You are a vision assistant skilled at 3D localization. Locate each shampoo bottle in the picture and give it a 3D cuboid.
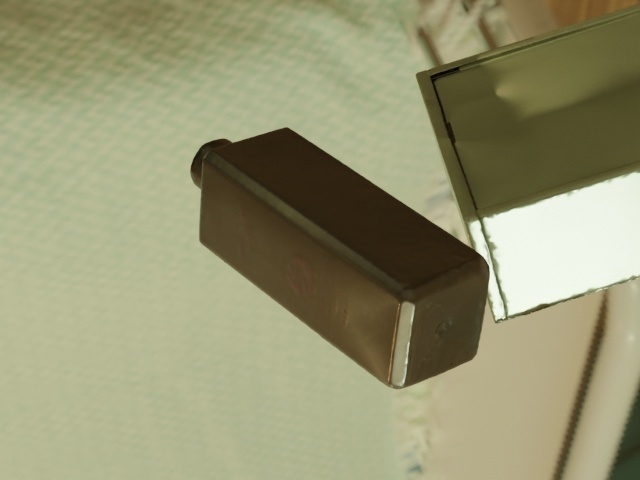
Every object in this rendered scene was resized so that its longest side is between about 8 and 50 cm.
[{"bbox_3d":[0.000,0.000,1.047,0.079,0.246,0.080,-18,129,-36],"label":"shampoo bottle"}]

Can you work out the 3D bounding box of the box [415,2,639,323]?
[{"bbox_3d":[0.217,-0.067,1.306,0.225,0.225,0.117,-17,126,4],"label":"box"}]
